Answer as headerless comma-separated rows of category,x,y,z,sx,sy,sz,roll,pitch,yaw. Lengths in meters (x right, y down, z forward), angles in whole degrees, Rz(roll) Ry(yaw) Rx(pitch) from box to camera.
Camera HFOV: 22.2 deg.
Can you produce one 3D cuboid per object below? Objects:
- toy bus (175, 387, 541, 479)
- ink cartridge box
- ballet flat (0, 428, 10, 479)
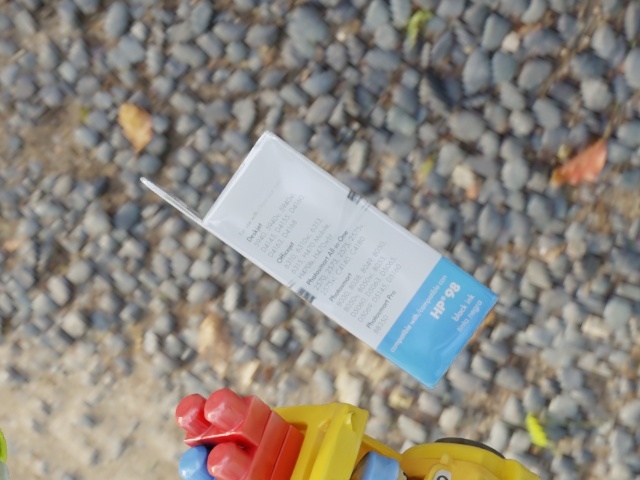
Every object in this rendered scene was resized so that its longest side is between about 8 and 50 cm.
toy bus,0.006,0.172,1.095,0.220,0.149,0.211,-11,135,41
ink cartridge box,0.000,0.000,0.852,0.180,0.104,0.060,36,89,1
ballet flat,-0.167,0.104,0.660,0.077,0.231,0.077,35,95,-6
